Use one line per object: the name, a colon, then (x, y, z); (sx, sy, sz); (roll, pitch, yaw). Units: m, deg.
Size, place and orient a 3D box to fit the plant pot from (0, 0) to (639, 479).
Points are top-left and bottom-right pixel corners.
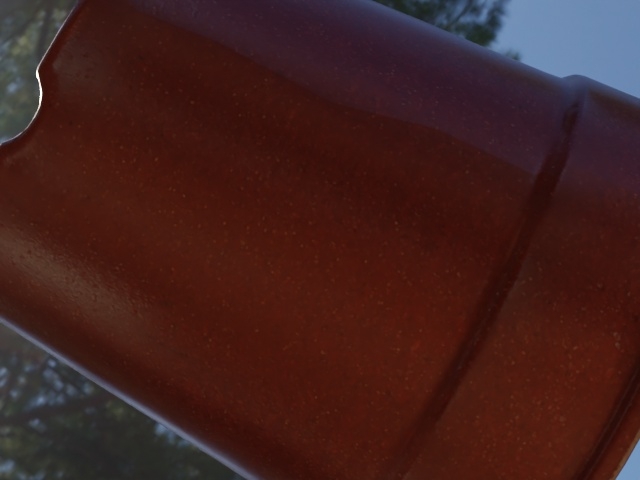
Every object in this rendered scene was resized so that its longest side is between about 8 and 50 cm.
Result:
plant pot: (0.000, 0.000, 0.566); (0.265, 0.272, 0.272); (27, -44, -2)
